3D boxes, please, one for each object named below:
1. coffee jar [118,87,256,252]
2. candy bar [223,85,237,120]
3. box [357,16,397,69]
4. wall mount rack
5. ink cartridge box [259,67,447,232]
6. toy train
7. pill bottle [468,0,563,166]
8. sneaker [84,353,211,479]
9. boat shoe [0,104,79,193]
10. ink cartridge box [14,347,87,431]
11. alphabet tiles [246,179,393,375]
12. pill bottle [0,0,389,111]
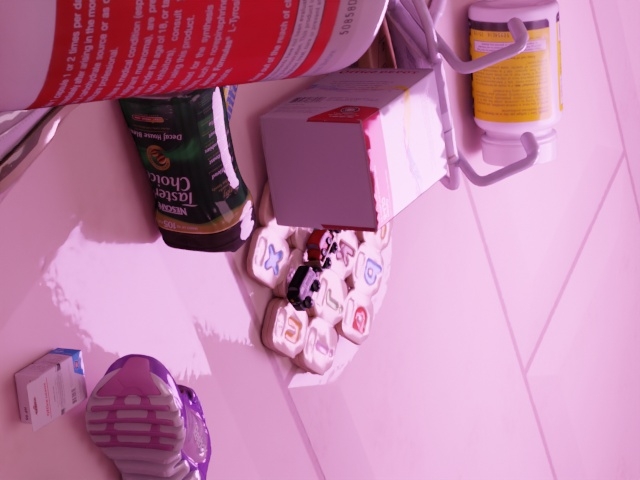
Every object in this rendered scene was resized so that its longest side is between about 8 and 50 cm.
[{"bbox_3d":[-0.124,-0.075,1.794,0.079,0.096,0.184,-49,135,-44],"label":"coffee jar"},{"bbox_3d":[-0.090,-0.174,1.914,0.040,0.018,0.161,24,77,-61],"label":"candy bar"},{"bbox_3d":[0.069,-0.202,2.169,0.164,0.021,0.201,-59,145,-67],"label":"box"},{"bbox_3d":[0.141,-0.236,2.178,0.304,0.130,0.350,59,-10,36],"label":"wall mount rack"},{"bbox_3d":[0.039,-0.101,2.021,0.176,0.128,0.127,-38,125,-51],"label":"ink cartridge box"},{"bbox_3d":[0.000,0.007,2.070,0.036,0.027,0.158,50,51,-36],"label":"toy train"},{"bbox_3d":[0.255,-0.207,2.456,0.119,0.119,0.208,-30,120,-57],"label":"pill bottle"},{"bbox_3d":[-0.153,0.170,1.779,0.236,0.095,0.104,79,23,-50],"label":"sneaker"},{"bbox_3d":[-0.235,-0.168,1.556,0.302,0.113,0.103,-62,150,-35],"label":"boat shoe"},{"bbox_3d":[-0.243,0.132,1.673,0.083,0.028,0.048,-33,123,-57],"label":"ink cartridge box"},{"bbox_3d":[0.000,0.000,2.114,0.278,0.021,0.284,34,64,-55],"label":"alphabet tiles"},{"bbox_3d":[-0.168,-0.218,1.413,0.408,0.229,0.229,-10,105,-28],"label":"pill bottle"}]
